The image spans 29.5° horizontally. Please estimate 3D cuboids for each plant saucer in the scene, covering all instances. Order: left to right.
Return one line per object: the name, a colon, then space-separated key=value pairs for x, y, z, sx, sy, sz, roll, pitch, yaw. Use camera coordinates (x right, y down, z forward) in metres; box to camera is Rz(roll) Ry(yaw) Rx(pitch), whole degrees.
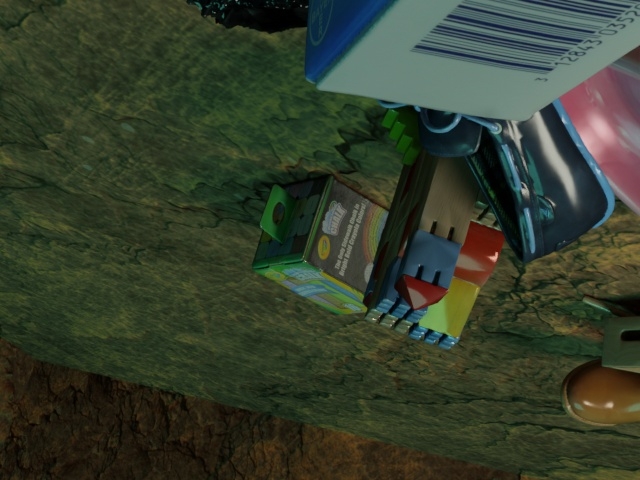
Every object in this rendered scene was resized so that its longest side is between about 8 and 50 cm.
plant saucer: x=0.331 y=-0.078 z=1.038 sx=0.332 sy=0.084 sz=0.332 roll=41 pitch=175 yaw=4

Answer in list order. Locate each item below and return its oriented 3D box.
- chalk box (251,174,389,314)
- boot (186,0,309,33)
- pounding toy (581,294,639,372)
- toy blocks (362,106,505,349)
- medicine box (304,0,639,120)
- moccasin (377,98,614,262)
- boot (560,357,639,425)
chalk box: x=0.000 y=0.000 z=1.668 sx=0.213 sy=0.132 sz=0.132 roll=30 pitch=158 yaw=-29
boot: x=-0.029 y=-0.239 z=0.785 sx=0.094 sy=0.207 sz=0.246 roll=-4 pitch=-173 yaw=20
pounding toy: x=0.458 y=0.134 z=1.707 sx=0.130 sy=0.100 sz=0.141 roll=13 pitch=169 yaw=-31
toy blocks: x=0.132 y=-0.009 z=1.321 sx=0.190 sy=0.261 sz=0.381 roll=19 pitch=161 yaw=-3
medicine box: x=0.106 y=-0.243 z=0.625 sx=0.149 sy=0.289 sz=0.263 roll=7 pitch=165 yaw=-17
moccasin: x=0.141 y=-0.112 z=1.079 sx=0.342 sy=0.117 sz=0.138 roll=50 pitch=179 yaw=-20
boot: x=0.523 y=0.231 z=1.801 sx=0.283 sy=0.109 sz=0.220 roll=10 pitch=171 yaw=-18
